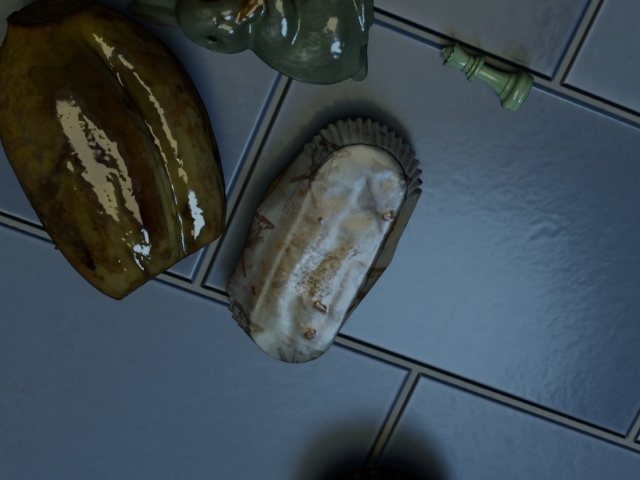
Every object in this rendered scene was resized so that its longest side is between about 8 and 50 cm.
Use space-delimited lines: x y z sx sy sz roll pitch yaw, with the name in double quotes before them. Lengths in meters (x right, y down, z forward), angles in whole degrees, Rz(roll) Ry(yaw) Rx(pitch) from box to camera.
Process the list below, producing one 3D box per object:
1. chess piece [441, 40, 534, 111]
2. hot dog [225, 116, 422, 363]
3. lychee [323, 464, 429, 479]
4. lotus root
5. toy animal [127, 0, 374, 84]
"chess piece" 0.158 -0.163 1.679 0.093 0.042 0.042 27 109 -7
"hot dog" 0.000 0.000 1.719 0.144 0.075 0.268 28 112 -9
"lychee" 0.062 0.313 1.815 0.171 0.171 0.171 -1 113 -3
"lotus root" -0.193 -0.095 1.616 0.193 0.193 0.291 -24 107 7
"toy animal" -0.064 -0.205 1.611 0.236 0.108 0.138 -5 113 0
